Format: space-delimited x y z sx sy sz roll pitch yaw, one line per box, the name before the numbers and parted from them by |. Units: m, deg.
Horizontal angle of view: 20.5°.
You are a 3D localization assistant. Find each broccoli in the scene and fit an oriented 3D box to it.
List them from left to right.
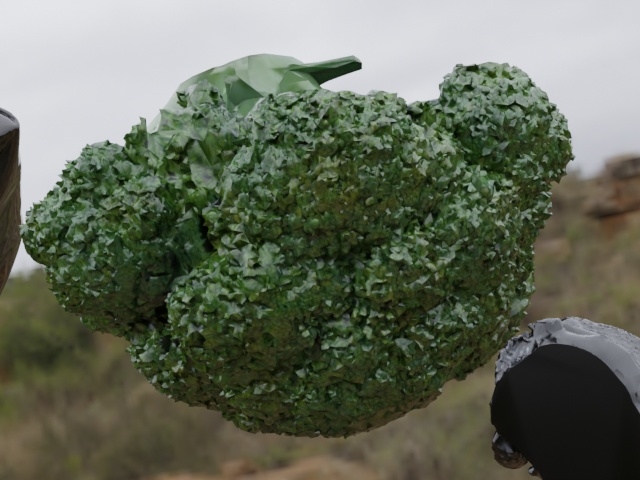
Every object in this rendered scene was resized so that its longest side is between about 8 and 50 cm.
broccoli | 0.001 0.005 1.335 0.413 0.321 0.310 -21 24 -4

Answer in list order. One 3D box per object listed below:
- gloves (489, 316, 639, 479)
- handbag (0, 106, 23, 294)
gloves | 0.167 0.101 0.980 0.129 0.106 0.181 22 9 21
handbag | -0.381 0.012 1.808 0.113 0.257 0.285 14 -25 -3
